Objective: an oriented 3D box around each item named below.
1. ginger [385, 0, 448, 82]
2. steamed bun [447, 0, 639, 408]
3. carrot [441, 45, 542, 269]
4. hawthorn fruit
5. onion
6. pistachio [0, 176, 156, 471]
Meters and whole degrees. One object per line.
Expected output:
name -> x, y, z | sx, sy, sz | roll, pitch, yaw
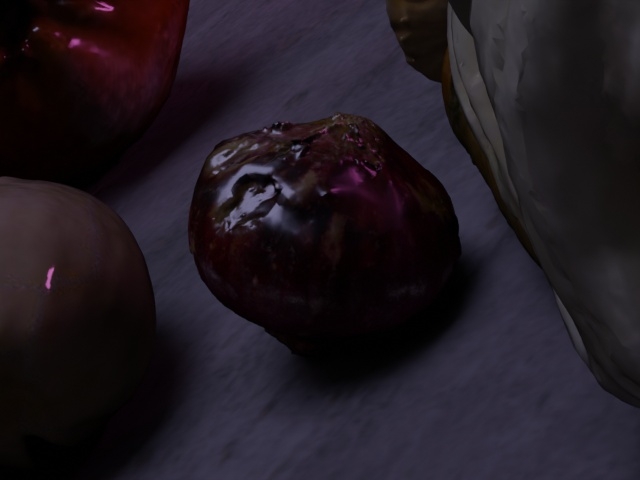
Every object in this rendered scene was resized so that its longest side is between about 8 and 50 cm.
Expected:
ginger -> 0.171, -0.196, 0.851 | 0.354, 0.126, 0.190 | -38, 36, -7
steamed bun -> 0.187, -0.115, 0.436 | 0.347, 0.237, 0.394 | -30, 24, -12
carrot -> 0.096, -0.017, 0.630 | 0.078, 0.078, 0.298 | -29, 25, 7
hawthorn fruit -> -0.221, -0.143, 1.076 | 0.284, 0.284, 0.284 | -27, 21, 12
onion -> 0.000, 0.000, 0.694 | 0.107, 0.097, 0.107 | 8, 27, -4
pistachio -> -0.131, 0.030, 0.756 | 0.124, 0.124, 0.185 | -29, 18, 7
